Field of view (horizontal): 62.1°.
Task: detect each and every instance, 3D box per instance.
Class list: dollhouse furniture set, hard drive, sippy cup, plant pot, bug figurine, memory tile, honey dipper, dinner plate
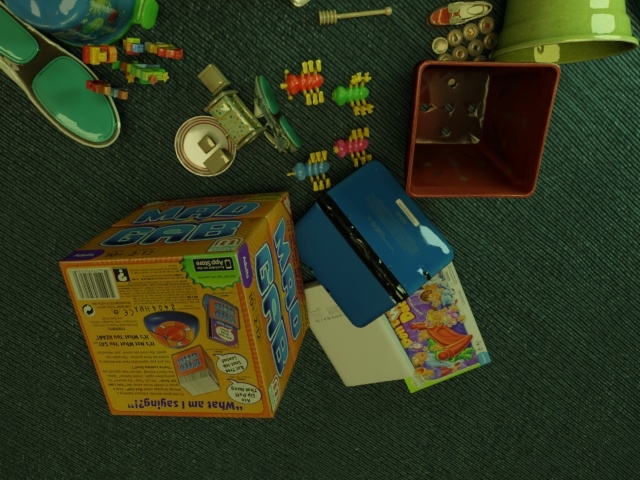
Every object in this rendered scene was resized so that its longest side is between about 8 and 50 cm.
[{"bbox_3d":[-0.243,-0.259,1.159,0.161,0.101,0.182,-38,98,19],"label":"dollhouse furniture set"},{"bbox_3d":[0.082,0.233,1.370,0.210,0.040,0.318,-18,111,32],"label":"hard drive"},{"bbox_3d":[-0.489,-0.489,1.017,0.306,0.224,0.240,-17,111,3],"label":"sippy cup"},{"bbox_3d":[0.483,-0.502,1.063,0.276,0.276,0.253,-3,99,-2],"label":"plant pot"},{"bbox_3d":[0.302,-0.258,1.133,0.267,0.235,0.267,0,116,-4],"label":"plant pot"},{"bbox_3d":[0.017,-0.261,1.194,0.216,0.072,0.279,-11,111,-20],"label":"bug figurine"},{"bbox_3d":[0.331,-0.426,1.197,0.148,0.012,0.113,-22,110,6],"label":"memory tile"},{"bbox_3d":[0.076,-0.490,1.150,0.161,0.030,0.030,-7,111,-2],"label":"honey dipper"},{"bbox_3d":[-0.268,-0.220,1.241,0.141,0.017,0.141,-1,111,-3],"label":"dinner plate"}]

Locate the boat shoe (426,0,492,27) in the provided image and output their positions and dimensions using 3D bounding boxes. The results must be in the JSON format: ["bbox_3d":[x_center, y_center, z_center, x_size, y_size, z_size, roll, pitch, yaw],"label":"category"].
[{"bbox_3d":[0.301,-0.493,1.154,0.137,0.043,0.049,-9,113,2],"label":"boat shoe"}]

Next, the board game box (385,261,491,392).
[{"bbox_3d":[0.276,0.209,1.400,0.233,0.078,0.347,-24,110,6],"label":"board game box"}]

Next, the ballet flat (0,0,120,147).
[{"bbox_3d":[-0.587,-0.354,1.119,0.139,0.139,0.400,-43,107,12],"label":"ballet flat"}]

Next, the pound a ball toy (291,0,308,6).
[{"bbox_3d":[0.042,-0.602,1.011,0.319,0.208,0.135,-36,109,11],"label":"pound a ball toy"}]

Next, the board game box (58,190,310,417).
[{"bbox_3d":[-0.253,0.124,1.153,0.357,0.356,0.356,-3,112,13],"label":"board game box"}]

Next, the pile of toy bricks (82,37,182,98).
[{"bbox_3d":[-0.366,-0.345,1.084,0.105,0.212,0.118,26,120,24],"label":"pile of toy bricks"}]

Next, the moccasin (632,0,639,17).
[{"bbox_3d":[0.720,-0.546,1.116,0.342,0.117,0.137,39,104,-16],"label":"moccasin"}]

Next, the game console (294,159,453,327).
[{"bbox_3d":[0.108,0.011,1.228,0.250,0.173,0.293,-37,85,-16],"label":"game console"}]

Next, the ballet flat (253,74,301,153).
[{"bbox_3d":[-0.115,-0.277,1.206,0.070,0.070,0.188,-27,106,7],"label":"ballet flat"}]
